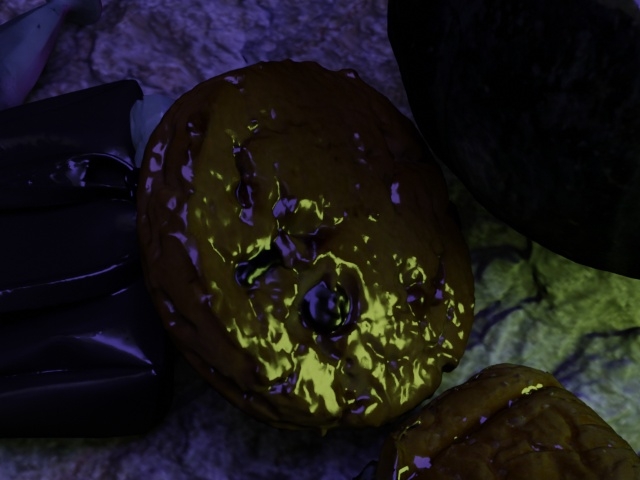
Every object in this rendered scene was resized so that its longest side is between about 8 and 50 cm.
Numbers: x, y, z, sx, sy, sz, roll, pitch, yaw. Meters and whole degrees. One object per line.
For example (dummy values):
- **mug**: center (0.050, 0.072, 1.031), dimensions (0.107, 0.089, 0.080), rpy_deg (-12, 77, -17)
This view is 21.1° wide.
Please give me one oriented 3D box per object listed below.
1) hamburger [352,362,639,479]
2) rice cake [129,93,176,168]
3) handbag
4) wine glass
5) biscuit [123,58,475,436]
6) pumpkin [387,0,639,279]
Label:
- **hamburger**: center (0.140, 0.176, 1.172), dimensions (0.183, 0.130, 0.206), rpy_deg (-30, 59, -26)
- **rice cake**: center (-0.036, -0.026, 1.285), dimensions (0.237, 0.043, 0.127), rpy_deg (20, 45, -33)
- **handbag**: center (-0.236, 0.016, 1.275), dimensions (0.257, 0.113, 0.285), rpy_deg (-8, 55, -1)
- **wine glass**: center (-0.247, -0.159, 1.417), dimensions (0.073, 0.073, 0.155), rpy_deg (27, 57, 15)
- **biscuit**: center (0.001, 0.000, 1.212), dimensions (0.296, 0.075, 0.296), rpy_deg (15, 65, -35)
- **pumpkin**: center (0.276, -0.164, 1.292), dimensions (0.454, 0.344, 0.454), rpy_deg (4, 46, -4)
